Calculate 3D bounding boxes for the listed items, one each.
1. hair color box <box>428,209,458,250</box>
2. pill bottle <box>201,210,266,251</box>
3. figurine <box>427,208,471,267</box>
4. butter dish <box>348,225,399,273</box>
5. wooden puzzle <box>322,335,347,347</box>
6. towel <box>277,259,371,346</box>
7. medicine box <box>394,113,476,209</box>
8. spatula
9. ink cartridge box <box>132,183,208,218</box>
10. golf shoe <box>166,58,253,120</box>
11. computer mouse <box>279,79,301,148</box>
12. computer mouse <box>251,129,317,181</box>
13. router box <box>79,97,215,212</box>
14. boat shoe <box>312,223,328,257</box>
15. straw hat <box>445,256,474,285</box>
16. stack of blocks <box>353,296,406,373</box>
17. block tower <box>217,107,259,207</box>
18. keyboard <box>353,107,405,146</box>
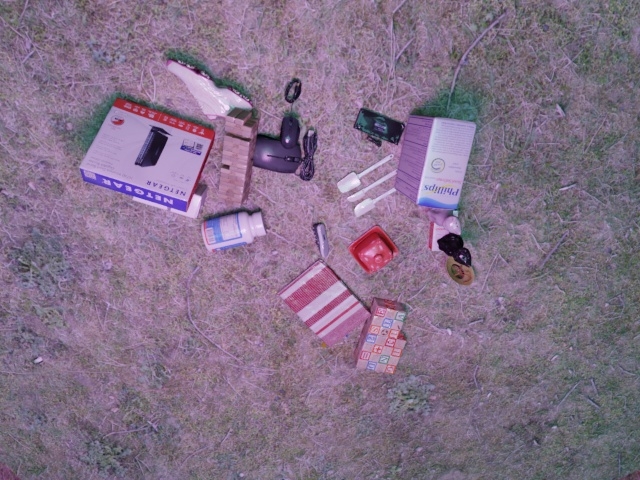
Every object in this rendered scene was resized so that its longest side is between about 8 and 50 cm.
[{"bbox_3d":[0.484,-0.045,1.747,0.093,0.053,0.167,-1,111,-3],"label":"hair color box"},{"bbox_3d":[-0.317,-0.039,1.640,0.221,0.124,0.124,-13,110,-1],"label":"pill bottle"},{"bbox_3d":[0.481,-0.025,1.614,0.092,0.209,0.215,-22,109,4],"label":"figurine"},{"bbox_3d":[0.215,0.054,1.723,0.160,0.118,0.160,-38,109,9],"label":"butter dish"},{"bbox_3d":[0.062,0.424,1.898,0.116,0.014,0.078,-7,114,-2],"label":"wooden puzzle"},{"bbox_3d":[0.018,0.261,1.817,0.237,0.037,0.329,-40,103,11],"label":"towel"},{"bbox_3d":[0.386,-0.281,1.536,0.149,0.263,0.289,5,107,-9],"label":"medicine box"},{"bbox_3d":[0.202,-0.215,1.679,0.242,0.019,0.168,-31,108,6],"label":"spatula"},{"bbox_3d":[-0.521,-0.167,1.557,0.218,0.158,0.092,19,107,-12],"label":"ink cartridge box"},{"bbox_3d":[-0.385,-0.488,1.483,0.306,0.115,0.140,29,108,-13],"label":"golf shoe"},{"bbox_3d":[-0.098,-0.438,1.529,0.071,0.041,0.242,5,92,-10],"label":"computer mouse"},{"bbox_3d":[-0.148,-0.312,1.585,0.272,0.072,0.188,5,110,-7],"label":"computer mouse"},{"bbox_3d":[-0.554,-0.282,1.456,0.335,0.301,0.082,17,151,-11],"label":"router box"},{"bbox_3d":[0.000,0.000,1.728,0.040,0.049,0.142,4,115,29],"label":"boat shoe"},{"bbox_3d":[0.553,0.132,1.808,0.144,0.144,0.061,25,148,-13],"label":"straw hat"},{"bbox_3d":[0.267,0.404,1.868,0.171,0.087,0.297,13,108,-10],"label":"stack of blocks"},{"bbox_3d":[-0.286,-0.272,1.522,0.091,0.097,0.335,16,125,3],"label":"block tower"},{"bbox_3d":[0.210,-0.401,1.612,0.180,0.023,0.108,18,101,-10],"label":"keyboard"}]
